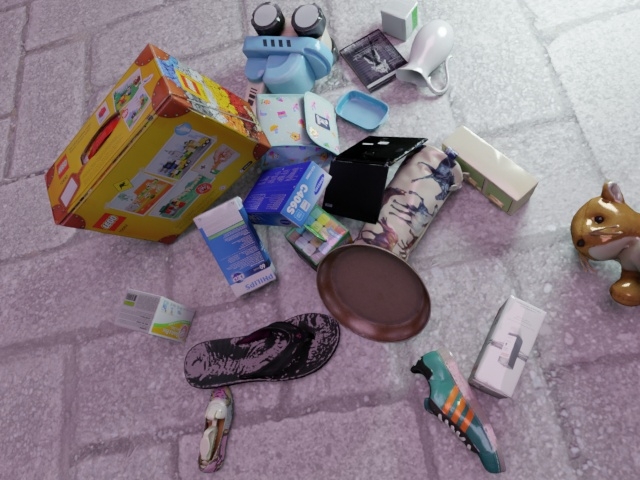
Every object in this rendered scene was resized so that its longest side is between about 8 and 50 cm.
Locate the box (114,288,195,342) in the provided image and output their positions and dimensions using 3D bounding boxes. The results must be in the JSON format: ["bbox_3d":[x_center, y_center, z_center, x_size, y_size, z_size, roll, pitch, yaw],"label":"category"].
[{"bbox_3d":[-0.462,0.219,1.268,0.114,0.203,0.103,10,73,14],"label":"box"}]

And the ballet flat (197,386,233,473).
[{"bbox_3d":[-0.284,0.499,1.187,0.077,0.079,0.221,-1,69,16],"label":"ballet flat"}]

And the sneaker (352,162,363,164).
[{"bbox_3d":[0.125,-0.202,1.380,0.089,0.051,0.170,-18,63,10],"label":"sneaker"}]

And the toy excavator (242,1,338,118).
[{"bbox_3d":[-0.187,-0.539,1.511,0.433,0.222,0.445,9,80,17],"label":"toy excavator"}]

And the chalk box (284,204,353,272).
[{"bbox_3d":[0.000,0.000,1.242,0.132,0.213,0.132,41,81,22],"label":"chalk box"}]

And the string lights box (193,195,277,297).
[{"bbox_3d":[-0.241,0.019,1.291,0.133,0.077,0.260,-25,102,2],"label":"string lights box"}]

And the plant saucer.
[{"bbox_3d":[0.137,0.131,1.151,0.310,0.310,0.050,19,37,19],"label":"plant saucer"}]

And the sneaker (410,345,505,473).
[{"bbox_3d":[0.323,0.415,1.074,0.121,0.108,0.302,-26,58,3],"label":"sneaker"}]

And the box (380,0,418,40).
[{"bbox_3d":[0.273,-0.768,1.537,0.102,0.101,0.087,32,80,22],"label":"box"}]

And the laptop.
[{"bbox_3d":[0.150,-0.186,1.283,0.264,0.136,0.234,-36,33,-28],"label":"laptop"}]

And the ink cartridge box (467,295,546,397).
[{"bbox_3d":[0.442,0.262,1.071,0.092,0.158,0.218,27,78,20],"label":"ink cartridge box"}]

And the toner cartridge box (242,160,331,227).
[{"bbox_3d":[-0.116,-0.127,1.277,0.165,0.075,0.348,-60,26,-11],"label":"toner cartridge box"}]

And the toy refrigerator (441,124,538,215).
[{"bbox_3d":[0.471,-0.198,1.274,0.094,0.102,0.269,-42,67,-5],"label":"toy refrigerator"}]

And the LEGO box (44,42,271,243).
[{"bbox_3d":[-0.452,-0.226,1.259,0.500,0.372,0.193,-38,63,21],"label":"LEGO box"}]

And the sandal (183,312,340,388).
[{"bbox_3d":[-0.160,0.308,1.209,0.445,0.107,0.167,-16,66,1],"label":"sandal"}]

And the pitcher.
[{"bbox_3d":[0.368,-0.591,1.450,0.178,0.125,0.207,30,85,-4],"label":"pitcher"}]

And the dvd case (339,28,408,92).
[{"bbox_3d":[0.188,-0.627,1.548,0.164,0.018,0.221,-30,65,-1],"label":"dvd case"}]

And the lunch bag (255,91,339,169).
[{"bbox_3d":[-0.071,-0.350,1.427,0.262,0.160,0.223,-3,64,-7],"label":"lunch bag"}]

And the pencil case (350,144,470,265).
[{"bbox_3d":[0.243,-0.074,1.245,0.183,0.160,0.410,27,77,27],"label":"pencil case"}]

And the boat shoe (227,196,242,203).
[{"bbox_3d":[-0.285,-0.063,1.370,0.184,0.066,0.063,-41,74,38],"label":"boat shoe"}]

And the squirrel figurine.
[{"bbox_3d":[0.821,0.003,1.066,0.397,0.281,0.370,-36,55,-18],"label":"squirrel figurine"}]

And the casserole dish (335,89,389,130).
[{"bbox_3d":[0.138,-0.424,1.471,0.188,0.037,0.114,32,79,22],"label":"casserole dish"}]
